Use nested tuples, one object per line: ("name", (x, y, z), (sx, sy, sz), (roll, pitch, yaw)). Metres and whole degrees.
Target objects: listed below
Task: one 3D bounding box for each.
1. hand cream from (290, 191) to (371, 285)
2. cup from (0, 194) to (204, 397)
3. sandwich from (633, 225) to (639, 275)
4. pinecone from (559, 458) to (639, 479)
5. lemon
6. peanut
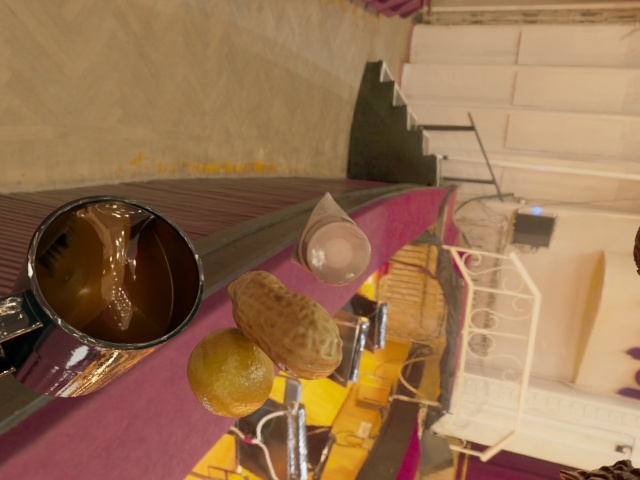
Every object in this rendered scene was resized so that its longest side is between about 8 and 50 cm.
("hand cream", (0.000, 0.000, 0.708), (0.133, 0.083, 0.248), (-59, -167, 5))
("cup", (-0.371, 0.124, 0.758), (0.242, 0.292, 0.307), (39, 43, -16))
("sandwich", (0.456, -0.039, 0.438), (0.273, 0.249, 0.095), (58, 38, -58))
("pinecone", (0.389, 0.392, 0.611), (0.201, 0.229, 0.202), (-62, -160, 4))
("lemon", (-0.187, 0.282, 1.036), (0.203, 0.178, 0.178), (59, 36, -25))
("peanut", (-0.081, 0.154, 0.977), (0.153, 0.325, 0.140), (-14, 123, -35))
